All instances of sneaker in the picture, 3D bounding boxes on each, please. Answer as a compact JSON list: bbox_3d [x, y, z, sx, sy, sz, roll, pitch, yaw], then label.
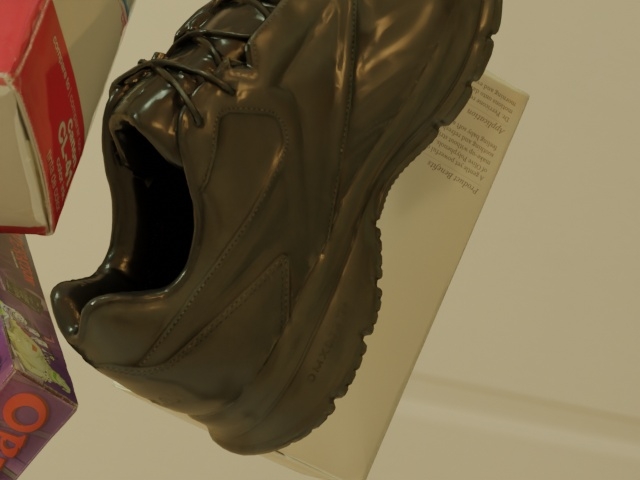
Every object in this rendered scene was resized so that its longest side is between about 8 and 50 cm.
[{"bbox_3d":[-0.017,-0.060,0.689,0.109,0.130,0.286,3,71,53],"label":"sneaker"}]

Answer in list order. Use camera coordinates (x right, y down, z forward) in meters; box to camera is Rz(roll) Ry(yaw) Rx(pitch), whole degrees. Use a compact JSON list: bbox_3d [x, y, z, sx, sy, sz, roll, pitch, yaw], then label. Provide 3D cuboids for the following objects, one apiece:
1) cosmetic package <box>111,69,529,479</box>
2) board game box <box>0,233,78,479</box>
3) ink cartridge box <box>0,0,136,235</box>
[{"bbox_3d":[0.000,0.000,1.394,0.365,0.197,0.155,-64,20,-9],"label":"cosmetic package"},{"bbox_3d":[-0.273,0.156,0.928,0.347,0.056,0.208,-49,26,10],"label":"board game box"},{"bbox_3d":[-0.233,-0.158,0.993,0.131,0.226,0.306,84,-166,-46],"label":"ink cartridge box"}]
